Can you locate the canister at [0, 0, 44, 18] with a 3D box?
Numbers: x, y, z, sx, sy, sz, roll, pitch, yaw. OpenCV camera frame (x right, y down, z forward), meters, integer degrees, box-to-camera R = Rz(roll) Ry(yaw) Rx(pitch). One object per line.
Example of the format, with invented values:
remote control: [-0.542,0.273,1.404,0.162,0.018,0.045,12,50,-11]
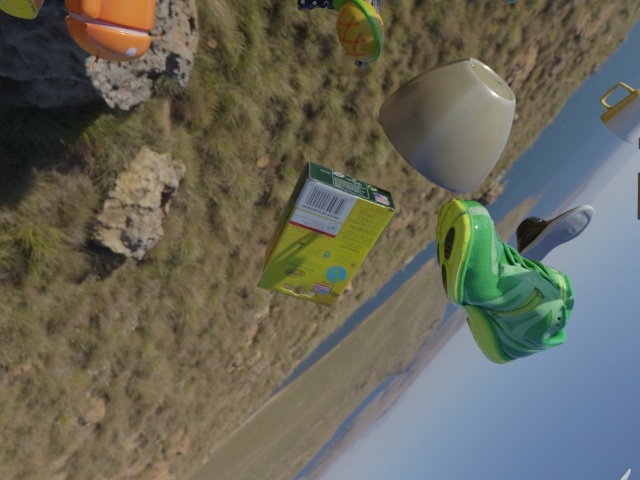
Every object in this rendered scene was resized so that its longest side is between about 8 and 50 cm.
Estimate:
canister: [-0.459,-0.452,0.705,0.126,0.073,0.170,115,-17,-66]

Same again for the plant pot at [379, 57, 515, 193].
plant pot: [0.295,-0.270,0.971,0.284,0.284,0.191,-24,161,-48]

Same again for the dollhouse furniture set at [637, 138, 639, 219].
dollhouse furniture set: [0.737,-0.090,0.787,0.355,0.173,0.303,-47,132,-78]

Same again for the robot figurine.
robot figurine: [-0.316,-0.375,0.694,0.128,0.158,0.220,-5,121,-42]

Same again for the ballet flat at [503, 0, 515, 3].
ballet flat: [0.501,-0.734,1.212,0.080,0.232,0.073,17,154,-33]

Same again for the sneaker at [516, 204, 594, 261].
sneaker: [0.752,-0.050,1.498,0.296,0.104,0.147,125,-19,-44]

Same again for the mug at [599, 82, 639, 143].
mug: [0.454,-0.191,0.663,0.062,0.078,0.064,-48,174,-45]

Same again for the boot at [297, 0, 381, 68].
boot: [0.063,-0.806,1.571,0.138,0.284,0.378,-83,178,-57]

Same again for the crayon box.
crayon box: [0.000,0.000,1.018,0.081,0.202,0.319,-94,-152,-52]

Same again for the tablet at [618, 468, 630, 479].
tablet: [0.466,0.403,0.724,0.083,0.006,0.054,-37,133,-17]

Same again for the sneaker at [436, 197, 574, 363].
sneaker: [0.212,0.044,0.515,0.123,0.109,0.295,-18,138,24]

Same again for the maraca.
maraca: [0.080,-0.487,1.013,0.099,0.186,0.127,-33,-166,-17]
